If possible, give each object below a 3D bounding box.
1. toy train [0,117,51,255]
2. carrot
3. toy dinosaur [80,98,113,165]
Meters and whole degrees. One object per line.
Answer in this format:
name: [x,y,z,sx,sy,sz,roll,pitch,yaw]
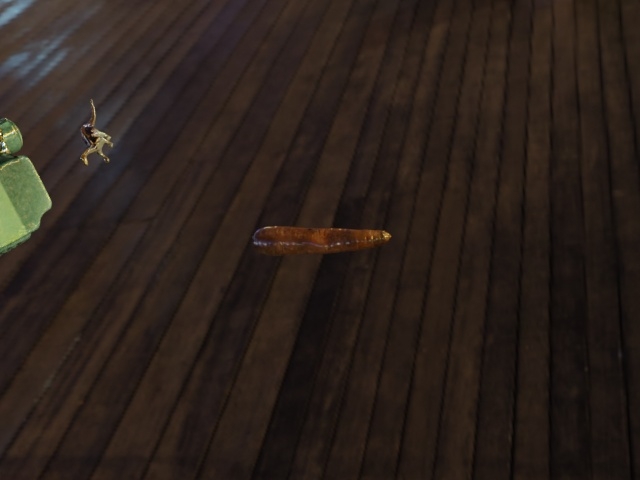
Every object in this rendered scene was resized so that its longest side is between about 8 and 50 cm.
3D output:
toy train: [-0.564,-0.065,1.486,0.299,0.238,0.167,-32,16,-32]
carrot: [0.000,0.000,1.157,0.165,0.035,0.035,0,30,10]
toy dinosaur: [-0.371,-0.168,1.652,0.037,0.058,0.180,-38,35,10]
